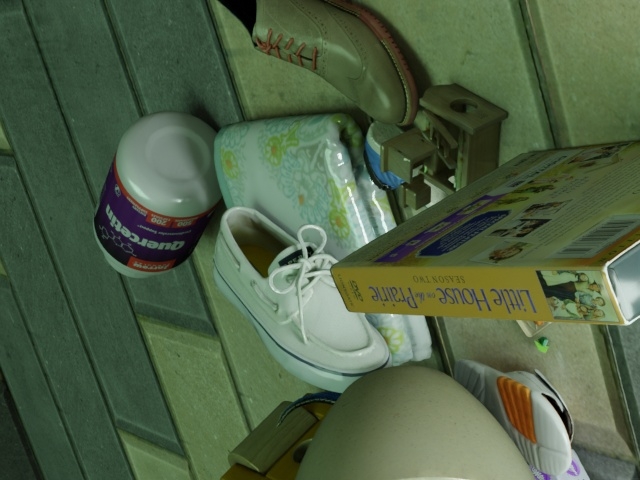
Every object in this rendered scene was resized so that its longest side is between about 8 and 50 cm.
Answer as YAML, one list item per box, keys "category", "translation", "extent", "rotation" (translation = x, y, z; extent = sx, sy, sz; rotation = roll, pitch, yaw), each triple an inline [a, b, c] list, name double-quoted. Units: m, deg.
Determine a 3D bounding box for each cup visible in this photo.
- category: "cup"
  translation: [0.109, 0.297, 1.723]
  extent: [0.237, 0.331, 0.331]
  rotation: [-95, 8, -45]

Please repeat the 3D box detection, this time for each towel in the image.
- category: "towel"
  translation: [0.000, 0.000, 1.992]
  extent: [0.320, 0.090, 0.374]
  rotation: [0, 113, 54]

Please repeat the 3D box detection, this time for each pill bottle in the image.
- category: "pill bottle"
  translation: [-0.267, -0.060, 2.263]
  extent: [0.181, 0.181, 0.323]
  rotation: [55, 150, 13]

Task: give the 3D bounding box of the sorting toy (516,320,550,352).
- category: "sorting toy"
  translation: [0.263, 0.099, 1.723]
  extent: [0.083, 0.012, 0.062]
  rotation: [58, 150, 10]

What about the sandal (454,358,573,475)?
- category: "sandal"
  translation: [0.258, 0.204, 1.763]
  extent: [0.265, 0.076, 0.102]
  rotation: [-145, 47, -61]

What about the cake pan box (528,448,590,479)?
- category: "cake pan box"
  translation: [0.281, 0.431, 1.762]
  extent: [0.246, 0.070, 0.267]
  rotation: [-47, 53, 32]

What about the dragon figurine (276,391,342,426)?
- category: "dragon figurine"
  translation: [0.088, 0.232, 1.922]
  extent: [0.144, 0.289, 0.085]
  rotation: [-122, 33, -79]

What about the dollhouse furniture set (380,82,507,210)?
- category: "dollhouse furniture set"
  translation: [0.126, -0.068, 1.655]
  extent: [0.101, 0.161, 0.182]
  rotation: [36, 140, 39]

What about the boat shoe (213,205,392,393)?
- category: "boat shoe"
  translation: [-0.027, 0.055, 1.883]
  extent: [0.367, 0.136, 0.156]
  rotation: [43, 142, 44]

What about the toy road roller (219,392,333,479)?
- category: "toy road roller"
  translation: [0.031, 0.401, 2.133]
  extent: [0.329, 0.202, 0.241]
  rotation: [14, 139, 49]

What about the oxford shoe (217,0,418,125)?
- category: "oxford shoe"
  translation: [-0.017, -0.248, 1.766]
  extent: [0.348, 0.130, 0.123]
  rotation: [45, 146, 29]

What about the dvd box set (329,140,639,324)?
- category: "dvd box set"
  translation: [0.242, -0.016, 1.369]
  extent: [0.420, 0.307, 0.062]
  rotation: [-2, 114, 58]

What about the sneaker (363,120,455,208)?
- category: "sneaker"
  translation: [0.113, -0.081, 1.775]
  extent: [0.152, 0.058, 0.084]
  rotation: [43, 159, 10]
